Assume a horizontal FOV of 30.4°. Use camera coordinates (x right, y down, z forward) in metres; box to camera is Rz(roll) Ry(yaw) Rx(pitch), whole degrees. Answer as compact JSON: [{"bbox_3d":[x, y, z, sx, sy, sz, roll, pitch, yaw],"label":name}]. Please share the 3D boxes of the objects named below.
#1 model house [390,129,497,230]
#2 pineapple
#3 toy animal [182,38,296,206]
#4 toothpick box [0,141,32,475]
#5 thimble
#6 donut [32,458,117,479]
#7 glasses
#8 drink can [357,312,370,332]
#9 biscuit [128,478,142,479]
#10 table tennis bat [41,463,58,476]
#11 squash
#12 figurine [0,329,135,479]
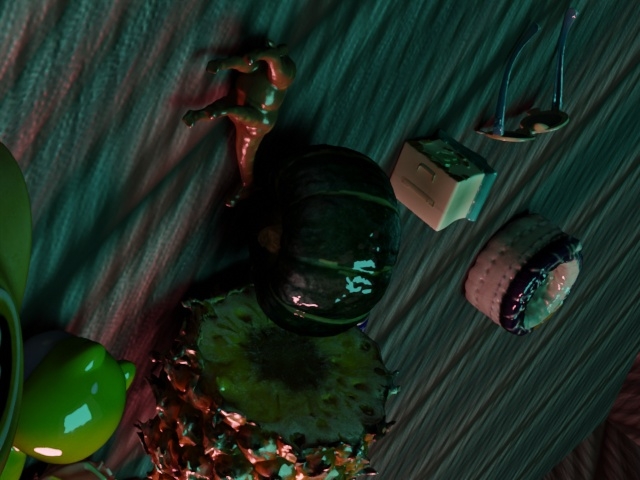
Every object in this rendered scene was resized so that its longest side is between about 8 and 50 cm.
[{"bbox_3d":[0.202,-0.098,1.845,0.149,0.127,0.100,-16,138,-45],"label":"model house"},{"bbox_3d":[-0.087,0.246,1.633,0.352,0.352,0.300,-18,149,-48],"label":"pineapple"},{"bbox_3d":[-0.090,-0.135,1.407,0.224,0.066,0.230,-58,161,13],"label":"toy animal"},{"bbox_3d":[-0.416,0.096,0.801,0.425,0.409,0.409,-19,140,-53],"label":"toothpick box"},{"bbox_3d":[0.413,0.065,2.369,0.237,0.150,0.237,-36,149,-26],"label":"thimble"},{"bbox_3d":[-0.352,0.398,1.609,0.233,0.085,0.199,-28,136,-45],"label":"donut"},{"bbox_3d":[0.369,-0.258,1.943,0.189,0.088,0.220,-24,143,-42],"label":"glasses"},{"bbox_3d":[0.010,0.190,1.953,0.097,0.097,0.235,-25,145,-41],"label":"drink can"},{"bbox_3d":[-0.350,0.499,1.834,0.277,0.052,0.262,-35,150,-29],"label":"biscuit"},{"bbox_3d":[-0.339,0.267,1.597,0.156,0.013,0.087,-58,155,12],"label":"table tennis bat"},{"bbox_3d":[0.000,0.000,1.527,0.165,0.252,0.252,11,121,-23],"label":"squash"},{"bbox_3d":[-0.342,0.215,1.395,0.263,0.143,0.162,-39,148,0],"label":"figurine"}]
